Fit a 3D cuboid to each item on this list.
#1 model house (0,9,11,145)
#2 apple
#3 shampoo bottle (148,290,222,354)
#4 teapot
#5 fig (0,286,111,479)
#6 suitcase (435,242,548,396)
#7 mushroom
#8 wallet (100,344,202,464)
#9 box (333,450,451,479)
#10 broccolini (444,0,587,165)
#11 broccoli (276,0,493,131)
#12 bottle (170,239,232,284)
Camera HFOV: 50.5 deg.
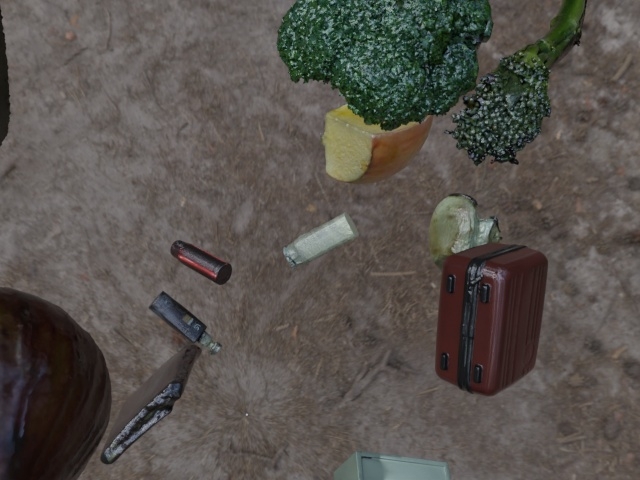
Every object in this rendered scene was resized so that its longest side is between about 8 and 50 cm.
[{"bbox_3d":[-0.393,-0.136,0.492,0.204,0.211,0.243,25,42,6],"label":"model house"},{"bbox_3d":[0.175,-0.306,1.937,0.309,0.314,0.252,-21,82,-32],"label":"apple"},{"bbox_3d":[-0.335,0.214,1.703,0.207,0.063,0.057,42,65,-8],"label":"shampoo bottle"},{"bbox_3d":[0.000,0.000,1.839,0.200,0.107,0.077,-28,93,12],"label":"teapot"},{"bbox_3d":[-0.279,0.196,0.568,0.216,0.217,0.321,-16,43,-10],"label":"fig"},{"bbox_3d":[0.362,0.160,1.443,0.236,0.161,0.297,-12,109,-45],"label":"suitcase"},{"bbox_3d":[0.379,0.016,1.851,0.189,0.267,0.164,21,59,40],"label":"mushroom"},{"bbox_3d":[-0.278,0.265,1.126,0.182,0.229,0.049,-42,97,1],"label":"wallet"},{"bbox_3d":[0.157,0.572,1.384,0.224,0.117,0.225,14,46,-20],"label":"box"},{"bbox_3d":[0.144,-0.124,0.436,0.239,0.051,0.054,-50,120,-41],"label":"broccolini"},{"bbox_3d":[0.093,-0.282,0.979,0.307,0.275,0.308,1,63,-3],"label":"broccoli"},{"bbox_3d":[-0.287,0.047,1.607,0.164,0.060,0.060,25,73,29],"label":"bottle"}]
